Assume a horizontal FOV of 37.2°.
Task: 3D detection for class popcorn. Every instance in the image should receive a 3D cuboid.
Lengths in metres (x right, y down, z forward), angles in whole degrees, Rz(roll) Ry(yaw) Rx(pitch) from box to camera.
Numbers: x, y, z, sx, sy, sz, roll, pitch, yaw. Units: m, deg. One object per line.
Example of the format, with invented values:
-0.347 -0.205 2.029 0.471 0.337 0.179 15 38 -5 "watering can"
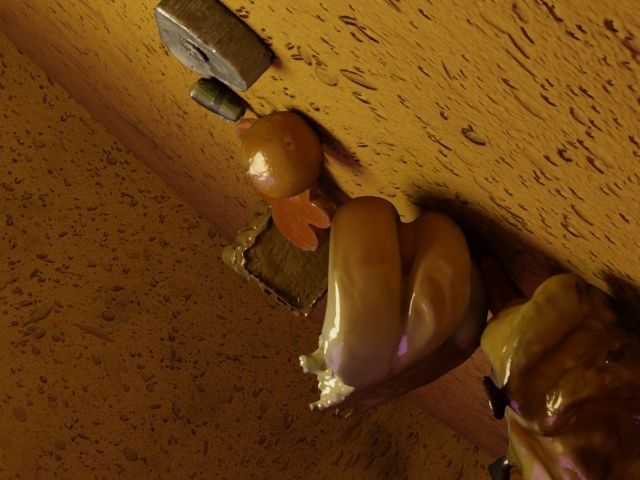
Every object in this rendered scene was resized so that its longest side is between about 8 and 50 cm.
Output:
0.328 0.198 1.196 0.316 0.281 0.297 98 154 -75 "popcorn"

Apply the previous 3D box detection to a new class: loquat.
-0.062 -0.136 1.498 0.141 0.141 0.141 39 171 7 "loquat"

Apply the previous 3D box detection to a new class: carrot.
0.289 0.099 1.475 0.271 0.062 0.066 51 -161 -35 "carrot"

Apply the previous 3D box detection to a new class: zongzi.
-0.180 -0.251 1.708 0.104 0.052 0.113 35 -175 -6 "zongzi"

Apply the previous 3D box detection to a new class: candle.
-0.164 -0.294 1.347 0.192 0.068 0.168 26 163 43 "candle"

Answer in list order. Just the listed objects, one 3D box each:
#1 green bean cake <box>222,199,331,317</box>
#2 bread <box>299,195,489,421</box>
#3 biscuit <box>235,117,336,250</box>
-0.058 0.016 1.953 0.230 0.224 0.131 40 172 -22 "green bean cake"
0.116 0.114 1.387 0.245 0.328 0.424 14 165 13 "bread"
-0.054 -0.096 1.749 0.205 0.049 0.324 25 148 32 "biscuit"
